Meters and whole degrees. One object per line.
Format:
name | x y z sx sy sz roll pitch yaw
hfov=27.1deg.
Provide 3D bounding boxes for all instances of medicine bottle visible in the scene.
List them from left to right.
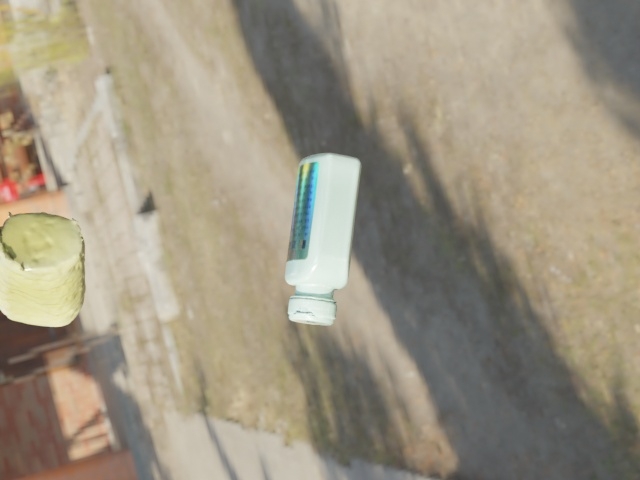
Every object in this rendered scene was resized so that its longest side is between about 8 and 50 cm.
medicine bottle | 0.000 0.000 1.828 0.121 0.083 0.228 165 114 -69

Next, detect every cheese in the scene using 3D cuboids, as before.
cheese | -0.375 0.043 1.775 0.167 0.123 0.093 108 160 -55
